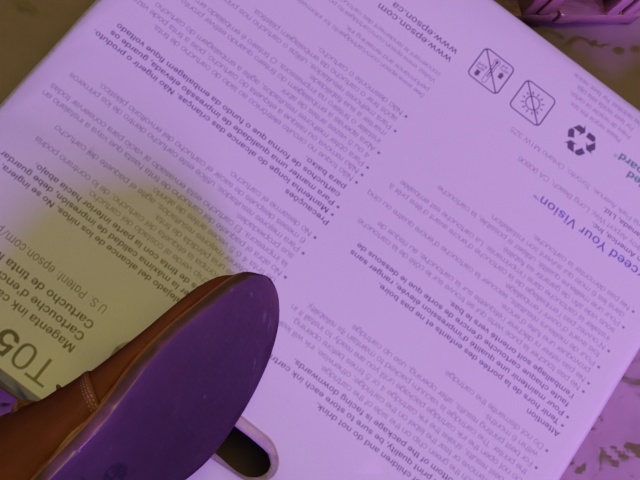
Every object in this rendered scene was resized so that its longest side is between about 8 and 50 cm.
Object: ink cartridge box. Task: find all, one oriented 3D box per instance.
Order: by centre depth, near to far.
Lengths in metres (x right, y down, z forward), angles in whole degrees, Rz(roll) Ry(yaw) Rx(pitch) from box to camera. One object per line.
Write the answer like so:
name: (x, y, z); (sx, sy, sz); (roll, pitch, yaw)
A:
ink cartridge box: (0.000, 0.000, 0.766); (0.324, 0.071, 0.330); (38, 67, -1)

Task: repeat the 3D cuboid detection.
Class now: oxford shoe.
oxford shoe: (-0.100, 0.079, 0.640); (0.076, 0.076, 0.212); (22, 52, 36)

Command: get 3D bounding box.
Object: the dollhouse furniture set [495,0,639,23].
dollhouse furniture set: (0.139, -0.235, 0.873); (0.129, 0.129, 0.183); (-5, 71, -28)
